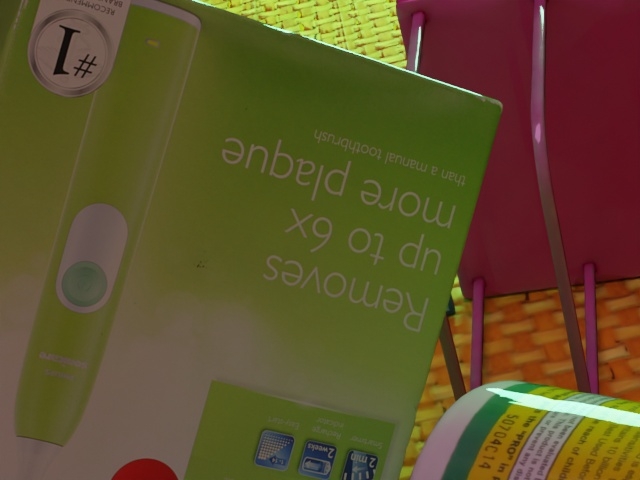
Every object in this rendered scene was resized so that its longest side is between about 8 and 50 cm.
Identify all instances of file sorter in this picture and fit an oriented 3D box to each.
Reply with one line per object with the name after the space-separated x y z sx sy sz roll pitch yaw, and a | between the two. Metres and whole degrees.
0.197 -0.028 0.845 0.291 0.202 0.182 -8 32 12 | file sorter

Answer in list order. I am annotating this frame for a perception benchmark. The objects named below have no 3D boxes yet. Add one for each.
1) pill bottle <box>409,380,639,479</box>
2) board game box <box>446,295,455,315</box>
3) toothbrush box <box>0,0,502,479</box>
0.138 0.118 0.539 0.208 0.117 0.117 8 38 34 | pill bottle
0.000 0.000 1.054 0.136 0.035 0.201 -15 30 1 | board game box
-0.071 0.046 0.688 0.206 0.283 0.122 17 0 -21 | toothbrush box
